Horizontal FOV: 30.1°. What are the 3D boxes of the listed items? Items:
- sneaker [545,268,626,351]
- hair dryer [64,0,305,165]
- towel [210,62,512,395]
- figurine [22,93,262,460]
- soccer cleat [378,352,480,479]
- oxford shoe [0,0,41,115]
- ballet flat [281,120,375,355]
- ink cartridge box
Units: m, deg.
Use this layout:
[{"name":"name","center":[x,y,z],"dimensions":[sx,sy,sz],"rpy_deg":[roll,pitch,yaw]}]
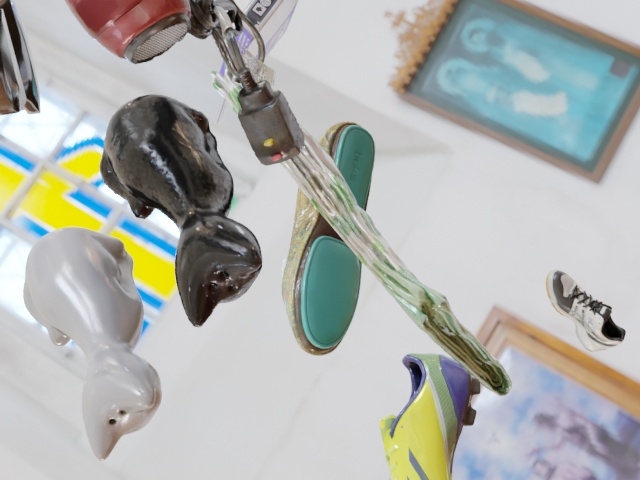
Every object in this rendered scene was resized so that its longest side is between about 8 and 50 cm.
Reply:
[{"name":"sneaker","center":[0.213,0.052,0.946],"dimensions":[0.037,0.083,0.032],"rpy_deg":[-17,31,49]},{"name":"hair dryer","center":[-0.130,-0.186,0.858],"dimensions":[0.080,0.223,0.293],"rpy_deg":[-35,-56,8]},{"name":"towel","center":[0.042,-0.012,1.077],"dimensions":[0.038,0.325,0.248],"rpy_deg":[-42,-31,3]},{"name":"figurine","center":[-0.132,0.030,0.885],"dimensions":[0.092,0.209,0.215],"rpy_deg":[22,-67,-36]},{"name":"soccer cleat","center":[0.119,0.280,1.510],"dimensions":[0.093,0.121,0.289],"rpy_deg":[134,154,-64]},{"name":"oxford shoe","center":[-0.212,-0.105,0.715],"dimensions":[0.212,0.076,0.076],"rpy_deg":[-119,15,-81]},{"name":"ballet flat","center":[0.000,0.000,1.660],"dimensions":[0.123,0.123,0.348],"rpy_deg":[69,-151,-66]},{"name":"ink cartridge box","center":[-0.100,-0.299,1.766],"dimensions":[0.208,0.045,0.206],"rpy_deg":[-58,1,-24]}]
